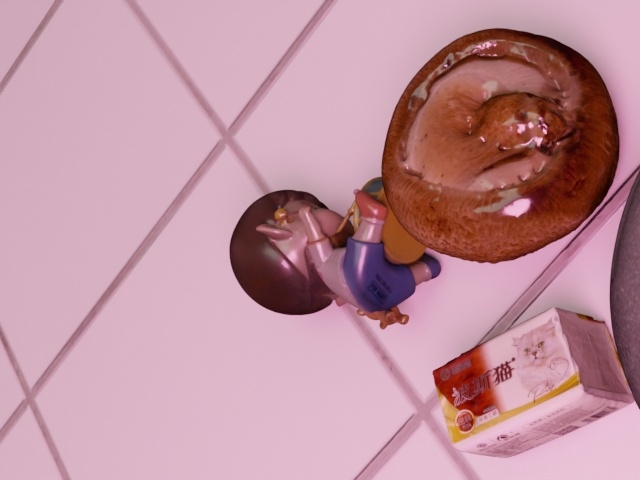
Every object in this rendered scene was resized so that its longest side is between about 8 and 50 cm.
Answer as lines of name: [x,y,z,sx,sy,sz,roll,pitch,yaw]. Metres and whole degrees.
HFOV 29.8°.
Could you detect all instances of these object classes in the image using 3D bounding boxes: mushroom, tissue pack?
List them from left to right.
mushroom: [0.177,-0.091,1.203,0.253,0.153,0.253,-15,55,23]
tissue pack: [0.202,0.137,1.156,0.149,0.106,0.099,-31,59,31]

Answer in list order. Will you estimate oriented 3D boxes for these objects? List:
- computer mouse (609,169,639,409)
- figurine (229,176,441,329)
computer mouse: [0.317,-0.012,1.039,0.114,0.203,0.373,10,89,10]
figurine: [-0.004,0.008,1.356,0.276,0.161,0.158,0,52,40]
